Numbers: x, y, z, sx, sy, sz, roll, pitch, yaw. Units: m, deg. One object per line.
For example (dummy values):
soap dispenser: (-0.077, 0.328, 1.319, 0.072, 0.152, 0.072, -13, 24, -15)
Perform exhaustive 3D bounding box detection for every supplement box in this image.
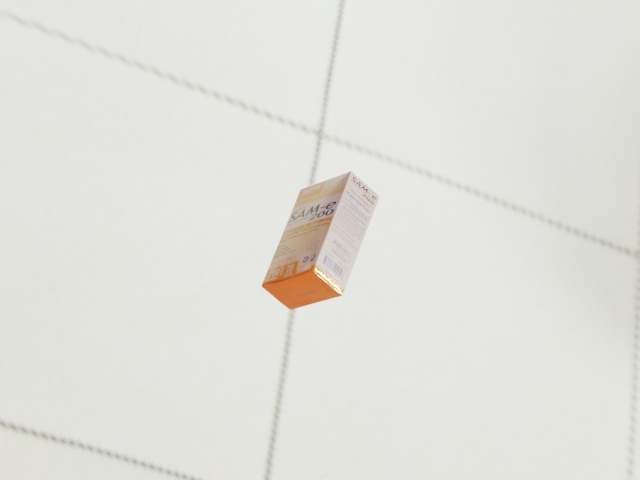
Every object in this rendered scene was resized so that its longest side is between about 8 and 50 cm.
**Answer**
supplement box: (0.000, 0.000, 1.299, 0.036, 0.062, 0.098, 41, 52, -27)
